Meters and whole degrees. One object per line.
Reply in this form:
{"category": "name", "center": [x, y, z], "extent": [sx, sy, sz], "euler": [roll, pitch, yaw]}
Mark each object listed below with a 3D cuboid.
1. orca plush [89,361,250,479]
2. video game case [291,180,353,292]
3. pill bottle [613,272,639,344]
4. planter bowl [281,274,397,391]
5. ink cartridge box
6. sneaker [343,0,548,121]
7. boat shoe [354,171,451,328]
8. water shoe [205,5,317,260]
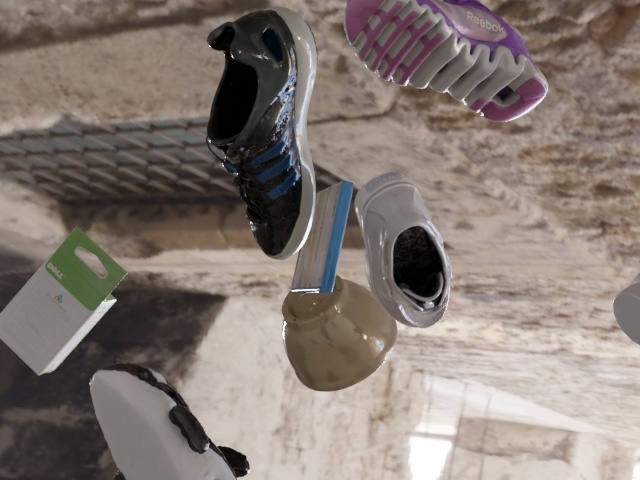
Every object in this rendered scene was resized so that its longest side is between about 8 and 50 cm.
{"category": "orca plush", "center": [-0.089, 0.213, 0.943], "extent": [0.287, 0.102, 0.151], "euler": [36, -55, 28]}
{"category": "video game case", "center": [0.000, 0.000, 1.175], "extent": [0.166, 0.015, 0.119], "euler": [166, -64, -77]}
{"category": "pill bottle", "center": [0.380, 0.052, 1.104], "extent": [0.137, 0.078, 0.078], "euler": [-29, -130, -22]}
{"category": "planter bowl", "center": [0.012, 0.114, 1.455], "extent": [0.162, 0.109, 0.162], "euler": [-21, -144, 16]}
{"category": "ink cartridge box", "center": [-0.385, 0.089, 1.573], "extent": [0.109, 0.062, 0.209], "euler": [42, -83, 7]}
{"category": "sneaker", "center": [0.124, -0.209, 1.060], "extent": [0.095, 0.236, 0.105], "euler": [-38, -139, 44]}
{"category": "boat shoe", "center": [0.074, 0.024, 0.810], "extent": [0.066, 0.184, 0.063], "euler": [-20, -129, -6]}
{"category": "water shoe", "center": [-0.053, -0.073, 0.783], "extent": [0.073, 0.080, 0.203], "euler": [31, -51, 43]}
